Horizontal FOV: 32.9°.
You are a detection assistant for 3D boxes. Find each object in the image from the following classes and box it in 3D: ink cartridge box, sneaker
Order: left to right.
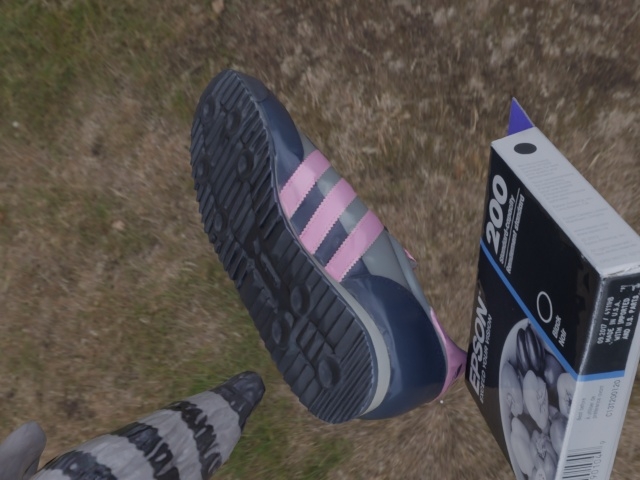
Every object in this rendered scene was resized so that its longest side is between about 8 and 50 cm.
[{"bbox_3d":[0.000,0.000,0.841,0.112,0.131,0.319,-49,53,36],"label":"sneaker"},{"bbox_3d":[0.137,0.043,0.710,0.045,0.208,0.206,-6,124,-12],"label":"ink cartridge box"}]

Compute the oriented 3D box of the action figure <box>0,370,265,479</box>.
[{"bbox_3d":[-0.162,0.089,0.328,0.341,0.330,0.179,38,98,24],"label":"action figure"}]
